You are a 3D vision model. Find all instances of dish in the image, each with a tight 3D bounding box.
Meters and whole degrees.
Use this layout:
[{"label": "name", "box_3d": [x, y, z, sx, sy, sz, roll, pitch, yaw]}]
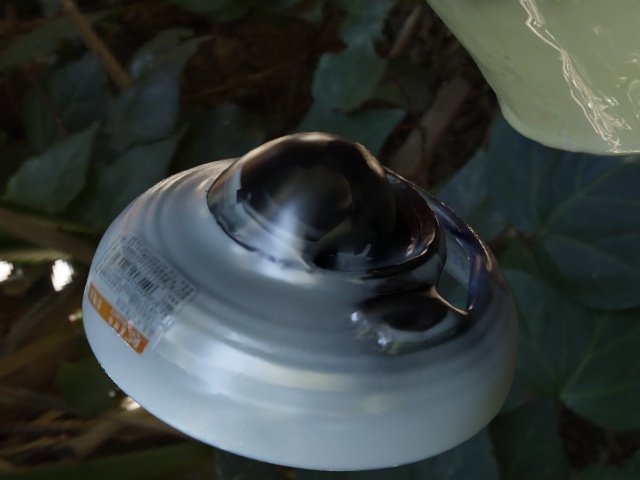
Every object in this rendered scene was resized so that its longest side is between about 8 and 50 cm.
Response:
[{"label": "dish", "box_3d": [0.000, 0.000, 0.759, 0.273, 0.273, 0.133, 43, 133, 39]}]

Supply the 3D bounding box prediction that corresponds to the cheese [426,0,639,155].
[{"label": "cheese", "box_3d": [0.212, -0.213, 0.361, 0.384, 0.384, 0.104, 31, 169, 48]}]
